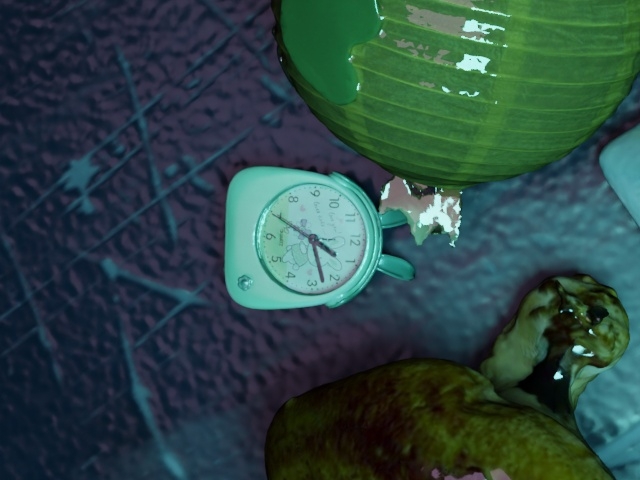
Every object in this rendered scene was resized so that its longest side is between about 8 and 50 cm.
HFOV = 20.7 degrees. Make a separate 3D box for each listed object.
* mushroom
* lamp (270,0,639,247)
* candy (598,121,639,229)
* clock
[{"bbox_3d":[0.115,0.180,1.145,0.255,0.267,0.267,-17,87,-22],"label":"mushroom"},{"bbox_3d":[0.088,-0.131,1.122,0.250,0.250,0.284,13,112,12],"label":"lamp"},{"bbox_3d":[0.288,-0.048,1.154,0.174,0.071,0.138,-34,84,10],"label":"candy"},{"bbox_3d":[0.000,0.000,1.234,0.135,0.041,0.101,3,91,11],"label":"clock"}]
